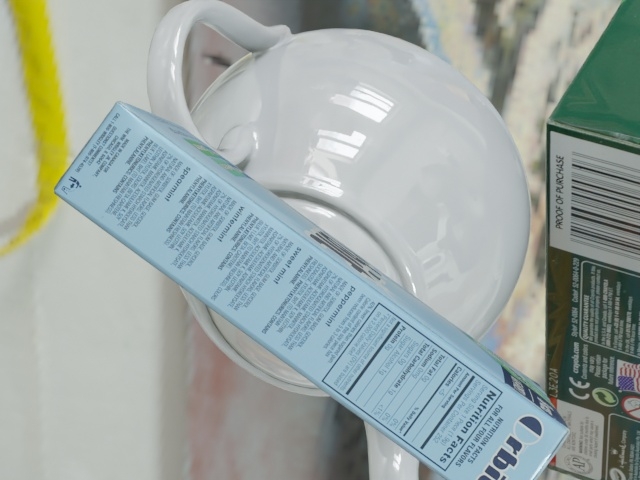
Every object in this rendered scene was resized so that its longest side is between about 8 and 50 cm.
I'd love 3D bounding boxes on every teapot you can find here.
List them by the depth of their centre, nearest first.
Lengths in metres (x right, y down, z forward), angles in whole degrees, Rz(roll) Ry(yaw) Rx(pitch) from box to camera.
[{"bbox_3d":[0.000,0.000,1.079,0.187,0.256,0.252,-56,169,-53],"label":"teapot"}]

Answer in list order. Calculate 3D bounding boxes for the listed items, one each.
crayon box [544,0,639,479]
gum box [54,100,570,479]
[{"bbox_3d":[0.265,-0.042,1.261,0.313,0.106,0.363,-56,153,-35],"label":"crayon box"},{"bbox_3d":[0.001,0.022,0.646,0.041,0.184,0.157,-53,177,2],"label":"gum box"}]
